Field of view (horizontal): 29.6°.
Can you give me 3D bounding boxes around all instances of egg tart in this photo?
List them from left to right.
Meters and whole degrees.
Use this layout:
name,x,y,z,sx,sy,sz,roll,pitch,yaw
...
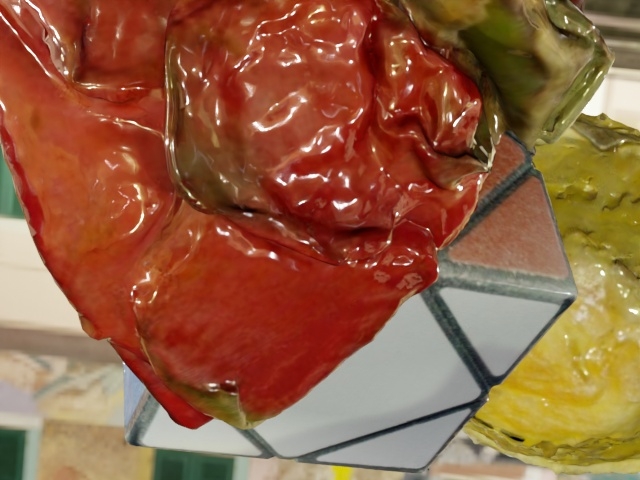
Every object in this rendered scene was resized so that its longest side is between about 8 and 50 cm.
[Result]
name,x,y,z,sx,sy,sz,roll,pitch,yaw
egg tart,0.188,0.059,0.965,0.341,0.341,0.132,9,-160,21

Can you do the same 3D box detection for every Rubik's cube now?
name,x,y,z,sx,sy,sz,roll,pitch,yaw
Rubik's cube,0.000,0.000,0.732,0.207,0.205,0.205,9,-132,-23

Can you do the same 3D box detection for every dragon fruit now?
name,x,y,z,sx,sy,sz,roll,pitch,yaw
dragon fruit,-0.016,-0.113,0.442,0.205,0.317,0.152,-18,154,16
